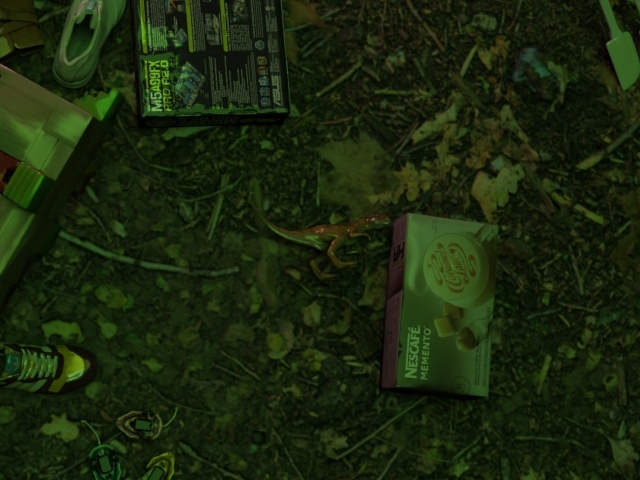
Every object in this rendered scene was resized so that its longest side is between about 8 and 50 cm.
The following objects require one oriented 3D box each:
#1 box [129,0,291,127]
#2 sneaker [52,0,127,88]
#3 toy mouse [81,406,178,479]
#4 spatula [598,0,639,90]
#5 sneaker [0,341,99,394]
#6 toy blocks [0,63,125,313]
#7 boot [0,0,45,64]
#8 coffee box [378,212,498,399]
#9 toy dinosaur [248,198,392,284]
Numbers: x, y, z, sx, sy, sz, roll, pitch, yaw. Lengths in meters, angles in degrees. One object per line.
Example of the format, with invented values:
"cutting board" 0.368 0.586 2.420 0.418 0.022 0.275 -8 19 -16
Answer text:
"box" -0.162 -0.301 1.659 0.216 0.060 0.270 -4 81 -13
"sneaker" -0.318 -0.321 1.609 0.080 0.094 0.212 14 77 -9
"toy mouse" -0.260 0.279 1.548 0.143 0.031 0.161 30 75 -7
"spatula" 0.497 -0.379 1.800 0.168 0.019 0.242 -30 111 -11
"sneaker" -0.384 0.167 1.512 0.185 0.084 0.070 0 80 -12
"toy blocks" -0.467 -0.092 1.499 0.261 0.191 0.381 29 86 4
"boot" -0.488 -0.305 1.581 0.197 0.073 0.152 -22 89 -13
"coffee box" 0.167 0.097 1.642 0.141 0.098 0.247 8 78 -11
"toy dinosaur" 0.000 0.000 1.651 0.211 0.064 0.112 -3 63 -22
